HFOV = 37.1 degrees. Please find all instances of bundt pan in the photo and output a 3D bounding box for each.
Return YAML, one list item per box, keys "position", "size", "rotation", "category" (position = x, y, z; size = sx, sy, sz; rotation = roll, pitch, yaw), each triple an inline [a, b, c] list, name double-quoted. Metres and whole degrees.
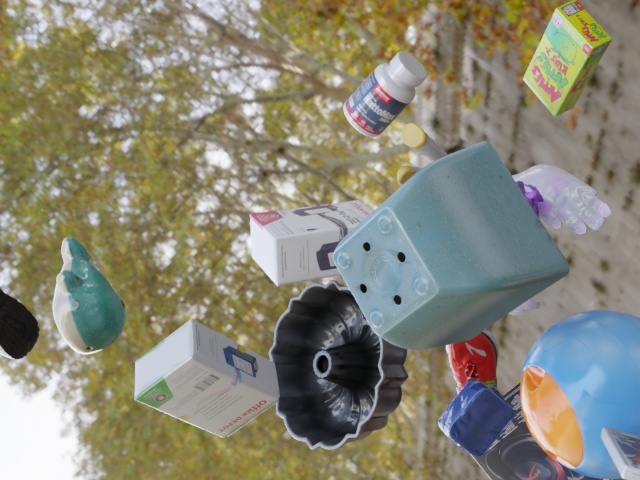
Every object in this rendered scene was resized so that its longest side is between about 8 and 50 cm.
- position: [0.047, 0.248, 1.887]
  size: [0.124, 0.331, 0.331]
  rotation: [11, -62, -42]
  category: "bundt pan"

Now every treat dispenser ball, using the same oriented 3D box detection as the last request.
- position: [0.490, 0.264, 1.645]
  size: [0.288, 0.288, 0.288]
  rotation: [-37, -28, -24]
  category: "treat dispenser ball"

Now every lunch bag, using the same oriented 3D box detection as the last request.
- position: [0.212, 0.239, 1.306]
  size: [0.098, 0.067, 0.065]
  rotation: [-49, 11, -5]
  category: "lunch bag"

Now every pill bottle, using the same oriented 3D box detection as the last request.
- position: [0.143, -0.320, 2.072]
  size: [0.108, 0.108, 0.180]
  rotation: [-13, -27, -51]
  category: "pill bottle"

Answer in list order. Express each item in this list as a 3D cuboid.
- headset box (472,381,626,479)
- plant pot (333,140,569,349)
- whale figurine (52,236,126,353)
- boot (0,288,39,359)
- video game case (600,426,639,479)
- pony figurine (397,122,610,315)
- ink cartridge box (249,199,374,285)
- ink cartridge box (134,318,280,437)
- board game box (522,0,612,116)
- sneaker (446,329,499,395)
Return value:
- position: [0.439, 0.429, 1.845]
  size: [0.218, 0.293, 0.110]
  rotation: [-40, -19, 0]
  category: "headset box"
- position: [0.168, 0.026, 1.454]
  size: [0.252, 0.248, 0.247]
  rotation: [-14, -21, -45]
  category: "plant pot"
- position: [-0.516, 0.118, 2.143]
  size: [0.141, 0.272, 0.216]
  rotation: [-15, -31, 3]
  category: "whale figurine"
- position: [-0.654, 0.077, 1.646]
  size: [0.118, 0.223, 0.338]
  rotation: [-54, -42, -41]
  category: "boot"
- position: [0.515, 0.327, 1.386]
  size: [0.201, 0.183, 0.023]
  rotation: [-32, -45, -81]
  category: "video game case"
- position: [0.319, -0.063, 1.820]
  size: [0.303, 0.351, 0.363]
  rotation: [-51, -28, 16]
  category: "pony figurine"
- position: [0.000, 0.000, 1.857]
  size: [0.237, 0.172, 0.100]
  rotation: [-8, -70, -19]
  category: "ink cartridge box"
- position: [-0.200, 0.251, 1.696]
  size: [0.154, 0.093, 0.212]
  rotation: [-38, -51, 25]
  category: "ink cartridge box"
- position: [0.398, -0.293, 1.550]
  size: [0.043, 0.092, 0.181]
  rotation: [-28, -21, -19]
  category: "board game box"
- position: [0.322, 0.295, 1.957]
  size: [0.118, 0.107, 0.279]
  rotation: [-77, -26, -56]
  category: "sneaker"
